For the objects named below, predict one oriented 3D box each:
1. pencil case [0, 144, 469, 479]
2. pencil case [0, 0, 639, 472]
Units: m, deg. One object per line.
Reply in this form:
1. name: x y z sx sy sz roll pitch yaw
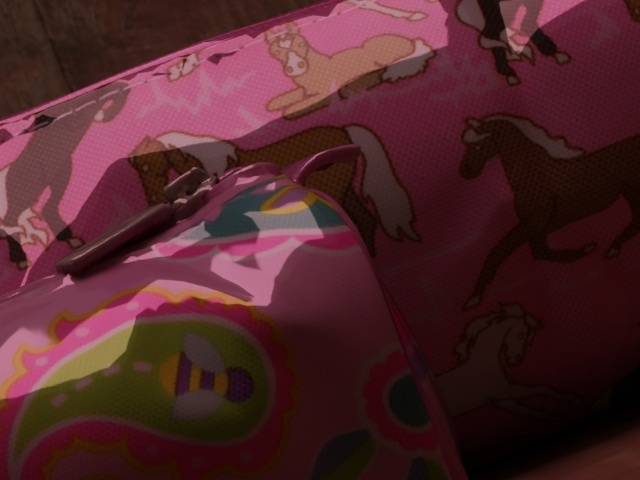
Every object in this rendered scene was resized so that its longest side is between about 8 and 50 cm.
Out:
1. pencil case: -0.102 0.075 0.501 0.284 0.124 0.124 -23 0 -11
2. pencil case: 0.000 0.000 0.659 0.386 0.160 0.167 -20 -43 -5
